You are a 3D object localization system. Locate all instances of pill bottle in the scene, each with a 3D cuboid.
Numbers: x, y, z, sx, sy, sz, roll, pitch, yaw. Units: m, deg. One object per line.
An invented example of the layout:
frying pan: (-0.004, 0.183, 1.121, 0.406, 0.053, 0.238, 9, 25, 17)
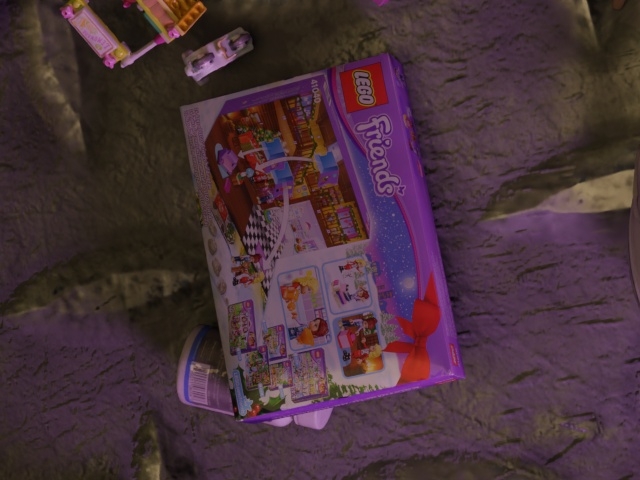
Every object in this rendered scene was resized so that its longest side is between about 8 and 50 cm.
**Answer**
pill bottle: (-0.057, 0.128, 1.661, 0.137, 0.078, 0.078, 12, 101, 15)

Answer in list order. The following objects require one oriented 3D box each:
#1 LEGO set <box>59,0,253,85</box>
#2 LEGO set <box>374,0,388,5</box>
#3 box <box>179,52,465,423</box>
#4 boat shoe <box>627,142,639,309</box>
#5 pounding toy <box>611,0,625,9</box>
LEGO set: (-0.182, -0.263, 1.624, 0.107, 0.132, 0.287, -29, 86, 40)
LEGO set: (0.011, -0.321, 1.568, 0.227, 0.087, 0.093, 42, 122, 7)
box: (0.000, 0.000, 1.593, 0.201, 0.057, 0.293, -13, 79, 14)
boat shoe: (0.306, -0.047, 1.506, 0.096, 0.088, 0.267, 11, 95, 22)
pounding toy: (0.275, -0.275, 1.485, 0.141, 0.130, 0.100, -25, 78, 19)
